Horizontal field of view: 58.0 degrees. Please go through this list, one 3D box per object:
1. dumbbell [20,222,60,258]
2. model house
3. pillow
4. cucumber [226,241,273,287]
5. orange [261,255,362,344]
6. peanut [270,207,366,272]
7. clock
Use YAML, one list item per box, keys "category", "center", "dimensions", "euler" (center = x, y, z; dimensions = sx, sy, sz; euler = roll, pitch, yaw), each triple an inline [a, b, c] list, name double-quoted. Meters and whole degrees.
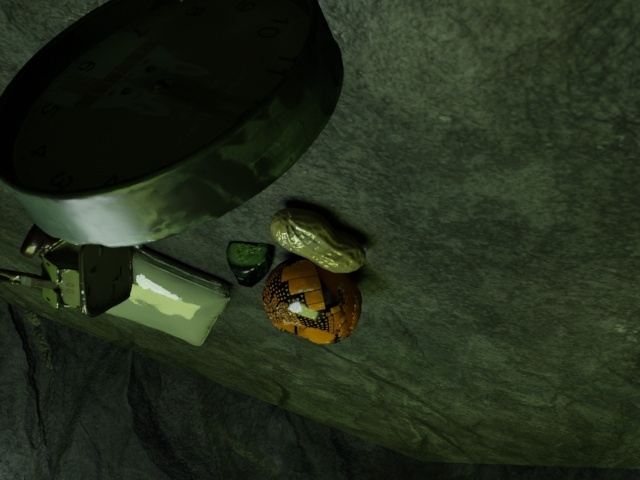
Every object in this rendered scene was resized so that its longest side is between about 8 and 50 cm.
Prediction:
- category: "dumbbell"
  center: [-0.710, 0.031, 1.624]
  dimensions: [0.225, 0.124, 0.140]
  euler: [33, 168, -29]
- category: "model house"
  center: [-0.660, 0.067, 1.487]
  dimensions: [0.279, 0.204, 0.218]
  euler: [5, -169, 12]
- category: "pillow"
  center: [-0.446, 0.167, 1.673]
  dimensions: [0.322, 0.119, 0.255]
  euler: [25, 122, -15]
- category: "cucumber"
  center: [-0.181, 0.064, 1.421]
  dimensions: [0.115, 0.085, 0.193]
  euler: [16, 161, 0]
- category: "orange"
  center: [-0.018, 0.135, 1.329]
  dimensions: [0.235, 0.182, 0.234]
  euler: [26, 159, 10]
- category: "peanut"
  center: [0.000, 0.000, 1.160]
  dimensions: [0.214, 0.090, 0.098]
  euler: [29, 123, -24]
- category: "clock"
  center: [-0.169, -0.164, 0.618]
  dimensions: [0.386, 0.386, 0.076]
  euler: [5, 145, 25]
